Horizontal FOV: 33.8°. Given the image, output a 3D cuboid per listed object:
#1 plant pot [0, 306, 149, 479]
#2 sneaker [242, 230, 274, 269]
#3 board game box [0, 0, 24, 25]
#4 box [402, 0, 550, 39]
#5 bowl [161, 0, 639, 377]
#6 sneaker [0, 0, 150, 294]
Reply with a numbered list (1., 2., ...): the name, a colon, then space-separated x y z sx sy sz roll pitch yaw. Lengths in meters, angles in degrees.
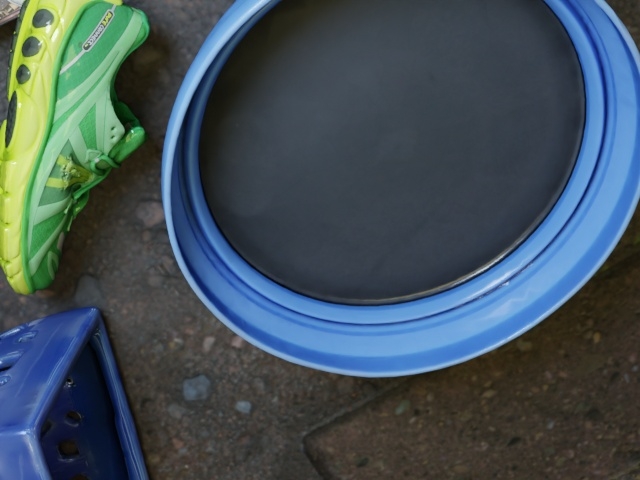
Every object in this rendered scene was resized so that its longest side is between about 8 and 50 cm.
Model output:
1. plant pot: -0.294 0.220 0.949 0.212 0.236 0.236 -10 111 4
2. sneaker: 0.000 0.000 0.981 0.132 0.086 0.228 -27 122 -1
3. board game box: -0.336 -0.275 0.849 0.165 0.042 0.243 -26 112 4
4. box: 0.090 -0.332 0.835 0.148 0.121 0.311 -14 112 -2
5. bowl: 0.068 -0.063 0.849 0.391 0.077 0.391 -5 124 -8
6. sneaker: -0.212 -0.072 0.901 0.124 0.109 0.295 5 122 -27
